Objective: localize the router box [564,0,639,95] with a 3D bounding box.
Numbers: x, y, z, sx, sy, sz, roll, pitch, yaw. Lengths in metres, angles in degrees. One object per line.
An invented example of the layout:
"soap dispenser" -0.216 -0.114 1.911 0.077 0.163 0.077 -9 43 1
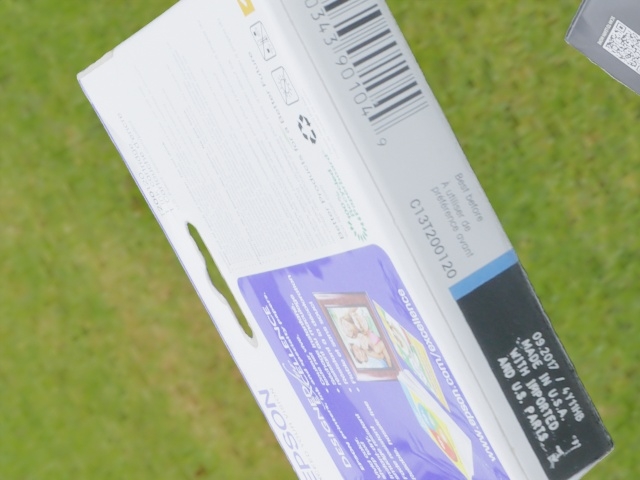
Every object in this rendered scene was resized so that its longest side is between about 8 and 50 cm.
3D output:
"router box" 0.194 -0.181 0.487 0.081 0.243 0.309 37 153 8

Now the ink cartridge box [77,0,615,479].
"ink cartridge box" 0.000 0.000 0.728 0.206 0.045 0.208 62 157 -5
